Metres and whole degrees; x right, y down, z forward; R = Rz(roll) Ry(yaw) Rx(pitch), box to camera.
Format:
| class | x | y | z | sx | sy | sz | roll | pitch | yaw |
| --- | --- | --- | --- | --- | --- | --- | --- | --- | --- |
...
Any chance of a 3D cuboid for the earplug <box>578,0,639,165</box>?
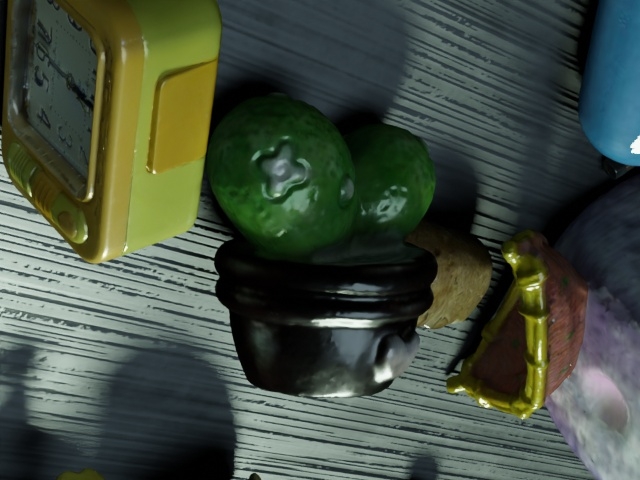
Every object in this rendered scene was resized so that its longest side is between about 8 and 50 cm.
| class | x | y | z | sx | sy | sz | roll | pitch | yaw |
| --- | --- | --- | --- | --- | --- | --- | --- | --- | --- |
| earplug | 0.288 | -0.178 | 1.576 | 0.132 | 0.132 | 0.273 | -19 | 140 | -27 |

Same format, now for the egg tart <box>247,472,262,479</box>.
| class | x | y | z | sx | sy | sz | roll | pitch | yaw |
| --- | --- | --- | --- | --- | --- | --- | --- | --- | --- |
| egg tart | -0.118 | 0.296 | 1.653 | 0.090 | 0.212 | 0.213 | 28 | 110 | -10 |

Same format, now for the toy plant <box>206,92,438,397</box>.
| class | x | y | z | sx | sy | sz | roll | pitch | yaw |
| --- | --- | --- | --- | --- | --- | --- | --- | --- | --- |
| toy plant | 0.000 | 0.000 | 1.472 | 0.218 | 0.175 | 0.235 | -6 | 103 | -47 |

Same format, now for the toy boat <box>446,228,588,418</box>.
| class | x | y | z | sx | sy | sz | roll | pitch | yaw |
| --- | --- | --- | --- | --- | --- | --- | --- | --- | --- |
| toy boat | 0.185 | 0.078 | 1.692 | 0.099 | 0.141 | 0.318 | -2 | 155 | -6 |

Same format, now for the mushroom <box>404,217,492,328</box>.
| class | x | y | z | sx | sy | sz | roll | pitch | yaw |
| --- | --- | --- | --- | --- | --- | --- | --- | --- | --- |
| mushroom | 0.084 | 0.027 | 1.633 | 0.209 | 0.072 | 0.094 | 13 | 109 | -47 |

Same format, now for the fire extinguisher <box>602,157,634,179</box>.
| class | x | y | z | sx | sy | sz | roll | pitch | yaw |
| --- | --- | --- | --- | --- | --- | --- | --- | --- | --- |
| fire extinguisher | 0.303 | -0.089 | 1.755 | 0.083 | 0.022 | 0.028 | -32 | 111 | -14 |

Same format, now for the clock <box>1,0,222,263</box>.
| class | x | y | z | sx | sy | sz | roll | pitch | yaw |
| --- | --- | --- | --- | --- | --- | --- | --- | --- | --- |
| clock | -0.144 | -0.099 | 1.249 | 0.096 | 0.143 | 0.202 | -18 | 136 | -32 |

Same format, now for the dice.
| class | x | y | z | sx | sy | sz | roll | pitch | yaw |
| --- | --- | --- | --- | --- | --- | --- | --- | --- | --- |
| dice | 0.378 | 0.097 | 1.796 | 0.271 | 0.270 | 0.270 | -25 | 140 | -23 |

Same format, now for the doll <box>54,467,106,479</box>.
| class | x | y | z | sx | sy | sz | roll | pitch | yaw |
| --- | --- | --- | --- | --- | --- | --- | --- | --- | --- |
| doll | -0.240 | 0.336 | 1.596 | 0.199 | 0.145 | 0.363 | -24 | 147 | -35 |
